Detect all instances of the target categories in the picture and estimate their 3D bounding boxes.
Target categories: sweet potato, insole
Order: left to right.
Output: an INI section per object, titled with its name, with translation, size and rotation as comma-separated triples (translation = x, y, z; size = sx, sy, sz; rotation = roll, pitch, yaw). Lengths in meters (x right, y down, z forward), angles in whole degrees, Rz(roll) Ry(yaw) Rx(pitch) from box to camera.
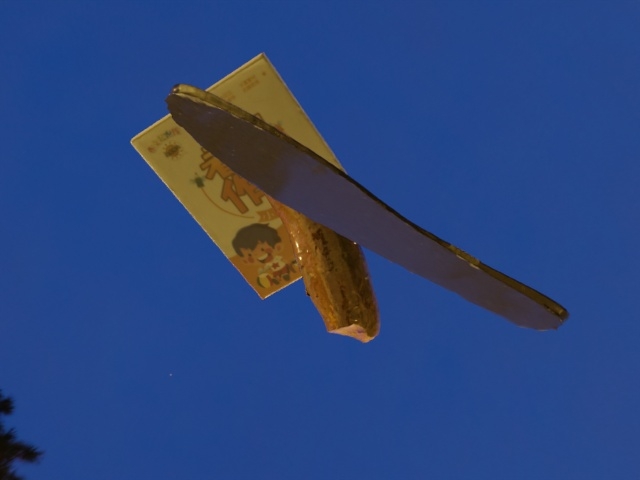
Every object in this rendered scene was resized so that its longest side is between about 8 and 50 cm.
[sweet potato]
translation = 0.000, 0.000, 0.779
size = 0.077, 0.077, 0.244
rotation = -24, -91, -15
[insole]
translation = 0.035, -0.014, 0.489
size = 0.309, 0.110, 0.012
rotation = 29, -108, -9

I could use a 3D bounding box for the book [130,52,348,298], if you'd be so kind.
[book]
translation = -0.076, -0.072, 0.969
size = 0.208, 0.020, 0.295
rotation = -30, -62, 15
